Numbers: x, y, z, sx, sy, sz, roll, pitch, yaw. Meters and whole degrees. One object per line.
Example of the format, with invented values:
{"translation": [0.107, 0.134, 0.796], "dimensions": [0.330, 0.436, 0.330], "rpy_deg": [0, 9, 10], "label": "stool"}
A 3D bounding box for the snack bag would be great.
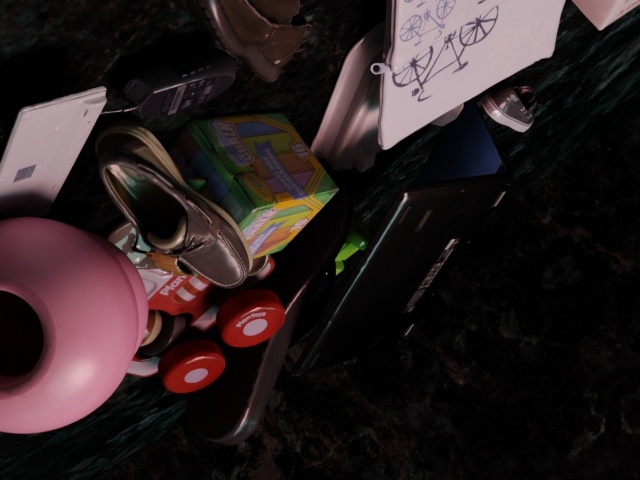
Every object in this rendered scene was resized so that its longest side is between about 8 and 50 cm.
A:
{"translation": [0.194, -0.274, 0.963], "dimensions": [0.323, 0.037, 0.342], "rpy_deg": [-32, 151, -20], "label": "snack bag"}

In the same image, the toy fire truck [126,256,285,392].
{"translation": [-0.218, 0.081, 1.192], "dimensions": [0.302, 0.169, 0.254], "rpy_deg": [-40, 143, 17], "label": "toy fire truck"}

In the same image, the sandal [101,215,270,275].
{"translation": [-0.165, 0.016, 1.039], "dimensions": [0.219, 0.060, 0.090], "rpy_deg": [11, 117, -22], "label": "sandal"}

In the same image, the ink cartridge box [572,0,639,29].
{"translation": [0.439, -0.425, 1.056], "dimensions": [0.207, 0.117, 0.283], "rpy_deg": [-34, 168, -5], "label": "ink cartridge box"}

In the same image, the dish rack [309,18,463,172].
{"translation": [0.136, -0.217, 1.153], "dimensions": [0.285, 0.072, 0.333], "rpy_deg": [-30, 166, -21], "label": "dish rack"}

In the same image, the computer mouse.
{"translation": [-0.184, -0.127, 0.728], "dimensions": [0.242, 0.041, 0.071], "rpy_deg": [-22, 173, -27], "label": "computer mouse"}

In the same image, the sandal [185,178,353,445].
{"translation": [-0.072, 0.108, 1.312], "dimensions": [0.107, 0.167, 0.446], "rpy_deg": [30, 86, -51], "label": "sandal"}

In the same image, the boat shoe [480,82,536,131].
{"translation": [0.385, -0.270, 1.619], "dimensions": [0.076, 0.080, 0.228], "rpy_deg": [-40, 160, 26], "label": "boat shoe"}

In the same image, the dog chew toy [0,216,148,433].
{"translation": [-0.275, 0.076, 0.873], "dimensions": [0.206, 0.206, 0.332], "rpy_deg": [-36, -179, 3], "label": "dog chew toy"}

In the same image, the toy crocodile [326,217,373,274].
{"translation": [0.000, 0.000, 1.568], "dimensions": [0.115, 0.105, 0.340], "rpy_deg": [-42, 162, 23], "label": "toy crocodile"}

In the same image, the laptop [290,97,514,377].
{"translation": [0.111, -0.024, 1.361], "dimensions": [0.408, 0.236, 0.382], "rpy_deg": [-10, 139, -45], "label": "laptop"}

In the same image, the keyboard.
{"translation": [-0.253, -0.064, 0.731], "dimensions": [0.072, 0.014, 0.256], "rpy_deg": [-18, 169, -34], "label": "keyboard"}

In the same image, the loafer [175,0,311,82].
{"translation": [-0.064, -0.200, 0.688], "dimensions": [0.078, 0.080, 0.220], "rpy_deg": [-47, 172, 6], "label": "loafer"}

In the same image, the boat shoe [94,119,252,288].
{"translation": [-0.149, -0.018, 0.831], "dimensions": [0.080, 0.223, 0.073], "rpy_deg": [-23, -144, 20], "label": "boat shoe"}

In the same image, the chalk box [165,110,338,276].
{"translation": [-0.108, -0.055, 0.956], "dimensions": [0.132, 0.132, 0.213], "rpy_deg": [-44, 165, 35], "label": "chalk box"}
